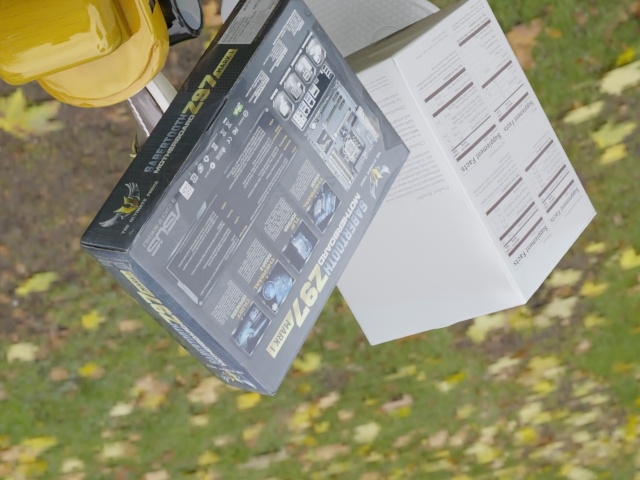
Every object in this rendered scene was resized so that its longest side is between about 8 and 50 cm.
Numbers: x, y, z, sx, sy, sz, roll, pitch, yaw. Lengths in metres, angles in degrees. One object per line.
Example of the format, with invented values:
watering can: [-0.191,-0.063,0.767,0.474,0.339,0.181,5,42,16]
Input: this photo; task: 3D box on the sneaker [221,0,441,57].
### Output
sneaker: [0.042,-0.258,1.509,0.296,0.104,0.147,13,-170,17]

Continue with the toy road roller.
toy road roller: [-0.281,-0.306,1.372,0.203,0.329,0.240,-15,-160,16]

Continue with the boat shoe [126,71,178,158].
boat shoe: [-0.188,-0.101,1.638,0.097,0.116,0.324,-26,127,7]

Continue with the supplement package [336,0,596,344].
supplement package: [0.106,-0.070,1.265,0.199,0.262,0.198,-20,-165,41]

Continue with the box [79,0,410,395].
box: [-0.044,-0.033,0.903,0.059,0.232,0.183,9,150,43]
